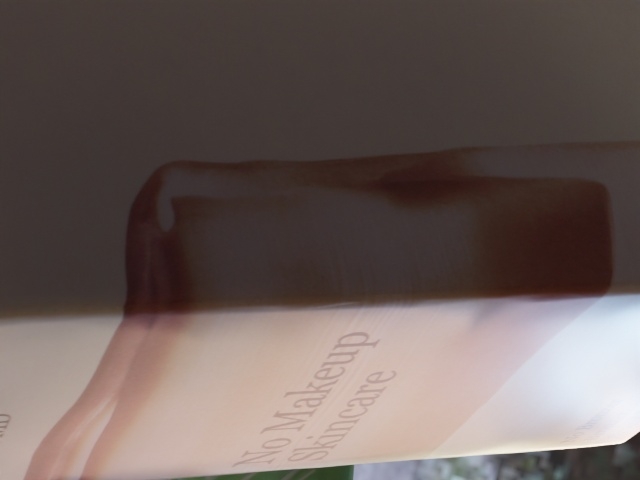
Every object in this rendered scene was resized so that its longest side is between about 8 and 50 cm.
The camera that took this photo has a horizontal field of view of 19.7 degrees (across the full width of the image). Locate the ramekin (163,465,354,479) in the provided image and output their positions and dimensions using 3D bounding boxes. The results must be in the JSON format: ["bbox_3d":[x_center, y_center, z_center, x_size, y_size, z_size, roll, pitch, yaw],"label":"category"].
[{"bbox_3d":[-0.149,0.116,0.892,0.148,0.303,0.303,-32,133,-65],"label":"ramekin"}]

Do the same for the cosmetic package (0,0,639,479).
[{"bbox_3d":[0.000,0.000,0.668,0.153,0.296,0.129,122,-40,-55],"label":"cosmetic package"}]
